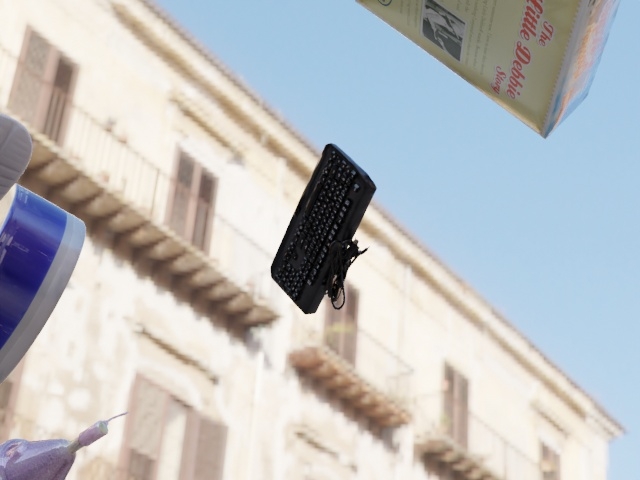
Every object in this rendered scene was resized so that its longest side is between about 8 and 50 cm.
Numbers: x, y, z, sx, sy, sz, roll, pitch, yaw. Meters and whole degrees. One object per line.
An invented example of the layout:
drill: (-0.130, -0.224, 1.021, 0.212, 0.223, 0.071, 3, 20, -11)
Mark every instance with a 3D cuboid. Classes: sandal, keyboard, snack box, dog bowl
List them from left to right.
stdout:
sandal: (-0.429, -0.054, 1.513, 0.102, 0.076, 0.265, 36, -70, -20)
dog bowl: (-0.413, 0.063, 1.680, 0.104, 0.265, 0.265, 33, -41, -20)
keyboard: (0.000, 0.000, 1.368, 0.038, 0.100, 0.192, -25, -32, -44)
snack box: (0.112, -0.212, 0.856, 0.187, 0.060, 0.322, 39, -19, 16)

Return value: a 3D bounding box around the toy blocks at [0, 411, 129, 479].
toy blocks: (-0.282, 0.187, 0.760, 0.260, 0.288, 0.309, -35, -93, 28)
